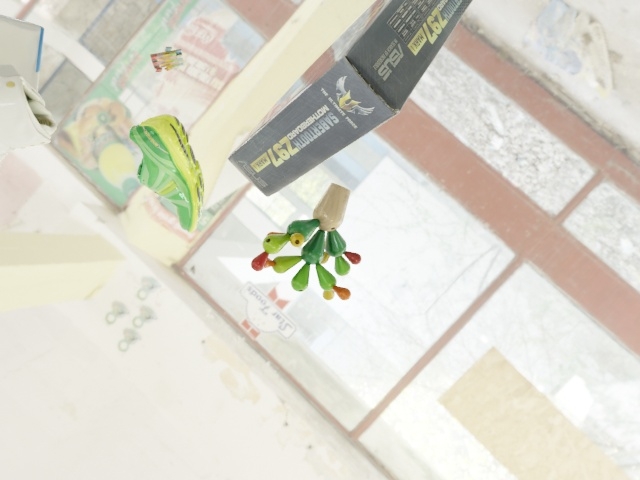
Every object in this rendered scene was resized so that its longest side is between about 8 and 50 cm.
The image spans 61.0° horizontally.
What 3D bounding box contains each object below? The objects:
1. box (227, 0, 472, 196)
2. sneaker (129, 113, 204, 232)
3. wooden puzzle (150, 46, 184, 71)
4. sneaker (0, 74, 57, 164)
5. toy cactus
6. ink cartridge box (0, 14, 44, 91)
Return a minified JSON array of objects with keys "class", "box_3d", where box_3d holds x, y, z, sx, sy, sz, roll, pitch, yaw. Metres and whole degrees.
[{"class":"box","box_3d":[0.036,-0.157,0.487,0.059,0.232,0.183,43,145,-16]},{"class":"sneaker","box_3d":[-0.330,-0.143,1.187,0.109,0.124,0.295,-89,-7,-47]},{"class":"wooden puzzle","box_3d":[-0.246,-0.291,0.875,0.083,0.050,0.006,145,110,-79]},{"class":"sneaker","box_3d":[-0.484,-0.141,0.819,0.292,0.169,0.108,134,122,-63]},{"class":"toy cactus","box_3d":[0.000,0.000,0.844,0.219,0.180,0.112,21,-176,-42]},{"class":"ink cartridge box","box_3d":[-0.543,-0.316,0.954,0.082,0.139,0.191,5,-164,-32]}]
